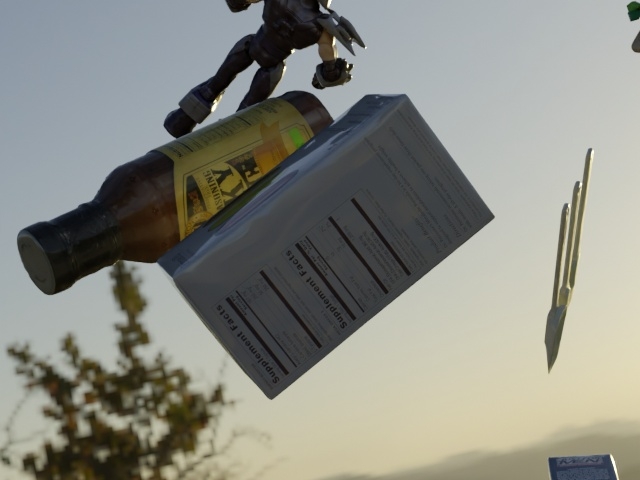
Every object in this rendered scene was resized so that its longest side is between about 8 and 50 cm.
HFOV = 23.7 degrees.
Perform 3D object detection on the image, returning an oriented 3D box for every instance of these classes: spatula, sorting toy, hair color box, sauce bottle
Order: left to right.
[{"bbox_3d":[-0.137,-0.044,1.523,0.344,0.111,0.111,-28,-1,-28],"label":"sauce bottle"},{"bbox_3d":[0.299,0.025,1.828,0.019,0.242,0.168,14,39,17],"label":"spatula"},{"bbox_3d":[0.396,0.450,2.226,0.105,0.173,0.347,-4,10,7],"label":"hair color box"},{"bbox_3d":[0.317,-0.205,1.442,0.083,0.062,0.012,17,-16,46],"label":"sorting toy"}]

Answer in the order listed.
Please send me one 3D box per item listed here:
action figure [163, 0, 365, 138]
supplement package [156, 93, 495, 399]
[{"bbox_3d":[-0.067,-0.214,1.762,0.285,0.185,0.099,-48,-7,23],"label":"action figure"},{"bbox_3d":[0.000,0.000,1.299,0.244,0.134,0.139,-39,11,-7],"label":"supplement package"}]
